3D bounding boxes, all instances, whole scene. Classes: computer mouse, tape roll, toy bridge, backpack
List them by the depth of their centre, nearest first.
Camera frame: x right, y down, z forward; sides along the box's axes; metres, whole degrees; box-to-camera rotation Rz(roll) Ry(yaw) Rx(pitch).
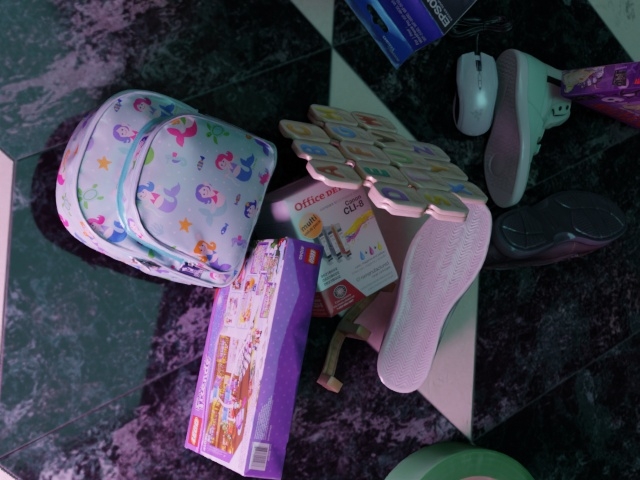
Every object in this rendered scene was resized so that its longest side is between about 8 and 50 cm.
[{"bbox_3d":[-0.195,-0.068,1.194,0.253,0.191,0.225,23,79,-22],"label":"backpack"},{"bbox_3d":[0.048,0.131,1.387,0.026,0.063,0.188,36,73,-24],"label":"toy bridge"},{"bbox_3d":[0.214,0.478,1.467,0.321,0.077,0.321,1,89,-30],"label":"tape roll"},{"bbox_3d":[0.253,-0.265,1.510,0.106,0.042,0.193,1,89,-6],"label":"computer mouse"}]

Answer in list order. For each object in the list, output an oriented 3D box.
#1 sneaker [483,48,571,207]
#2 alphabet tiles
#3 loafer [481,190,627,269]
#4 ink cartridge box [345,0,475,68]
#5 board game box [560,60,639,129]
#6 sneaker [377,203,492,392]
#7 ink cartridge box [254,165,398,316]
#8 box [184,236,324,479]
[{"bbox_3d":[0.355,-0.174,1.551,0.151,0.094,0.256,8,86,-32],"label":"sneaker"},{"bbox_3d":[0.089,-0.112,1.313,0.277,0.284,0.021,6,121,-28],"label":"alphabet tiles"},{"bbox_3d":[0.381,-0.012,1.580,0.302,0.095,0.109,-10,63,-34],"label":"loafer"},{"bbox_3d":[0.186,-0.436,1.480,0.165,0.065,0.333,49,68,-20],"label":"ink cartridge box"},{"bbox_3d":[0.572,-0.232,1.557,0.346,0.208,0.056,8,89,-46],"label":"board game box"},{"bbox_3d":[0.157,0.076,1.394,0.108,0.169,0.293,25,87,4],"label":"sneaker"},{"bbox_3d":[0.000,0.000,1.327,0.128,0.127,0.176,-28,101,-27],"label":"ink cartridge box"},{"bbox_3d":[-0.089,0.144,1.231,0.057,0.201,0.293,14,82,-28],"label":"box"}]
